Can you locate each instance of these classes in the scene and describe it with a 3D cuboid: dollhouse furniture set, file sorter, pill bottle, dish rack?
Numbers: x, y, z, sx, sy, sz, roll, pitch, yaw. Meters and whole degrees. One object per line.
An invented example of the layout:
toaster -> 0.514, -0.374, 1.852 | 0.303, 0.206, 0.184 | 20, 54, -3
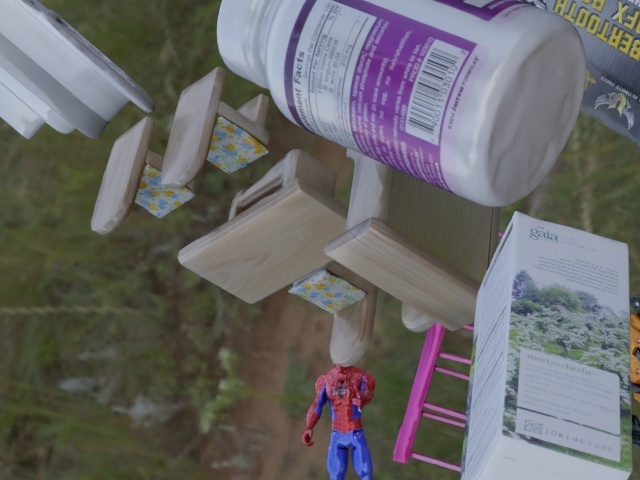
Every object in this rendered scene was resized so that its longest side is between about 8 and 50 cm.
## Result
dollhouse furniture set -> 0.000, 0.000, 1.548 | 0.394, 0.362, 0.256 | -30, 39, 42
file sorter -> 0.225, 0.141, 1.832 | 0.202, 0.182, 0.290 | -48, -28, -77
pill bottle -> 0.061, -0.155, 1.243 | 0.302, 0.169, 0.169 | 26, 97, 32
dish rack -> -0.260, -0.180, 0.955 | 0.072, 0.333, 0.285 | -48, 13, 1

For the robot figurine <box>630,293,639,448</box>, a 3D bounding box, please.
robot figurine -> 0.451, 0.194, 1.714 | 0.291, 0.085, 0.211 | 45, 133, 34

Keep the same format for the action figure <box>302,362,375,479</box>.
action figure -> 0.029, 0.273, 1.854 | 0.092, 0.139, 0.280 | -3, 96, 15

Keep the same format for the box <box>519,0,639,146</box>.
box -> 0.266, -0.229, 1.421 | 0.231, 0.056, 0.183 | 36, 134, 21

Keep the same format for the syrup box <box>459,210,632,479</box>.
syrup box -> 0.165, 0.095, 1.047 | 0.236, 0.093, 0.096 | -78, 5, -49
